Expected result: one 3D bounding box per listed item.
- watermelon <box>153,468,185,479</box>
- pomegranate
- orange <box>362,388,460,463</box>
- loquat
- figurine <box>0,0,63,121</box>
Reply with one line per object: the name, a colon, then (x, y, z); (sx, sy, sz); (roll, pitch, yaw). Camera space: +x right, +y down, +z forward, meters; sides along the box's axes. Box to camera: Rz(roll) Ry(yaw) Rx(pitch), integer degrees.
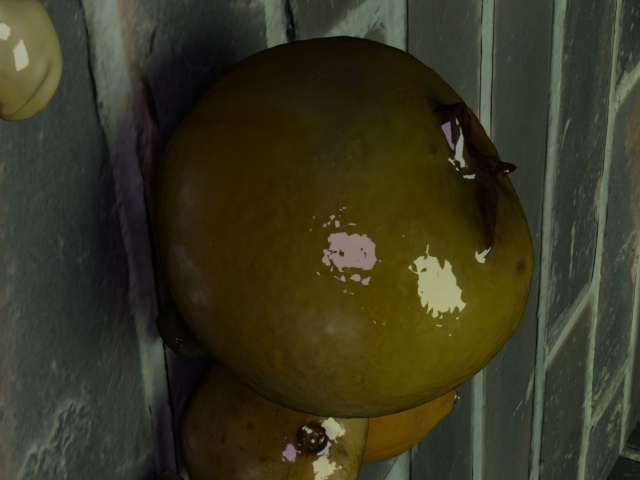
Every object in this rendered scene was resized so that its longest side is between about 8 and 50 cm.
watermelon: (-0.137, 0.265, 1.608); (0.072, 0.092, 0.084); (-30, 139, -1)
pomegranate: (-0.042, 0.179, 1.626); (0.196, 0.196, 0.196); (-47, 146, -47)
orange: (0.048, 0.121, 1.790); (0.219, 0.193, 0.219); (3, 90, -79)
loquat: (0.000, 0.000, 1.467); (0.328, 0.359, 0.328); (37, 36, -33)
figurine: (-0.243, -0.082, 1.084); (0.196, 0.108, 0.114); (-56, 149, -23)
